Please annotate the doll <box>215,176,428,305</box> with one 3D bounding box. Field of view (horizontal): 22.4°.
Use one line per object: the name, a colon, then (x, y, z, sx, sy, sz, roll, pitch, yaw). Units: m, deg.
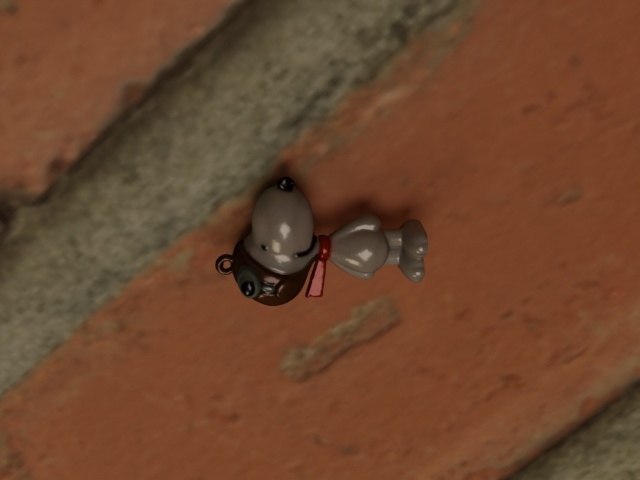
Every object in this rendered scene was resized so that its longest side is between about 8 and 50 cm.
doll: (0.001, 0.006, 0.706, 0.085, 0.040, 0.058, 17, 113, -21)
